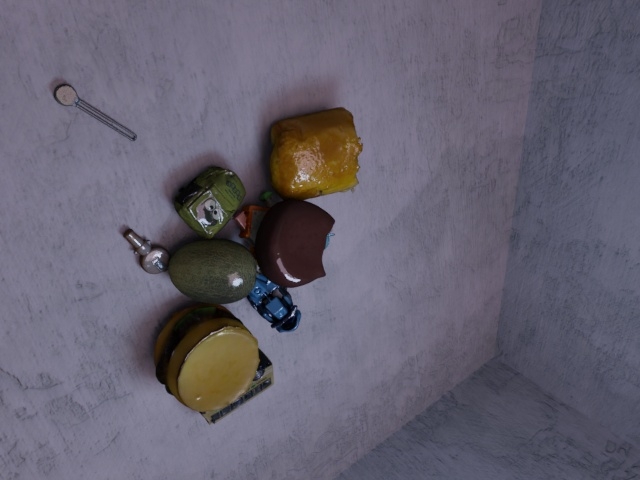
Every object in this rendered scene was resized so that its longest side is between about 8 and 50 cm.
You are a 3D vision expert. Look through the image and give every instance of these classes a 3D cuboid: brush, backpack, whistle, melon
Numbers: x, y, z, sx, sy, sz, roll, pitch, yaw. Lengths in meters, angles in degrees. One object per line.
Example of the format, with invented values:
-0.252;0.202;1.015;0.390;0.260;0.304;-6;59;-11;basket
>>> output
-0.675;-0.381;1.427;0.266;0.027;0.062;33;90;-44;brush
-0.396;-0.148;1.702;0.253;0.140;0.207;-49;133;-17;backpack
-0.616;0.043;1.669;0.107;0.057;0.220;-43;130;-14;whistle
-0.393;0.113;1.734;0.328;0.249;0.249;7;111;-3;melon

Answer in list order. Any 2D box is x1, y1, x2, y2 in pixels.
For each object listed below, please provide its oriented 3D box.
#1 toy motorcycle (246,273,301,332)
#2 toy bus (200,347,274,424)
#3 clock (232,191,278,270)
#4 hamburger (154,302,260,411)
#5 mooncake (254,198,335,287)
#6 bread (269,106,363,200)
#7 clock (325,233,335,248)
-0.207;0.250;1.984;0.172;0.232;0.416;-38;131;-3;toy motorcycle
-0.391;0.641;2.071;0.365;0.176;0.202;-26;132;-28;toy bus
-0.220;-0.040;1.878;0.220;0.106;0.255;-43;110;-23;clock
-0.456;0.458;1.852;0.395;0.277;0.397;-17;118;-34;hamburger
-0.093;0.004;1.786;0.333;0.174;0.326;-20;97;-33;mooncake
-0.020;-0.310;1.843;0.393;0.250;0.362;-20;122;-29;bread
-0.001;0.000;2.156;0.147;0.045;0.108;-44;133;-14;clock
